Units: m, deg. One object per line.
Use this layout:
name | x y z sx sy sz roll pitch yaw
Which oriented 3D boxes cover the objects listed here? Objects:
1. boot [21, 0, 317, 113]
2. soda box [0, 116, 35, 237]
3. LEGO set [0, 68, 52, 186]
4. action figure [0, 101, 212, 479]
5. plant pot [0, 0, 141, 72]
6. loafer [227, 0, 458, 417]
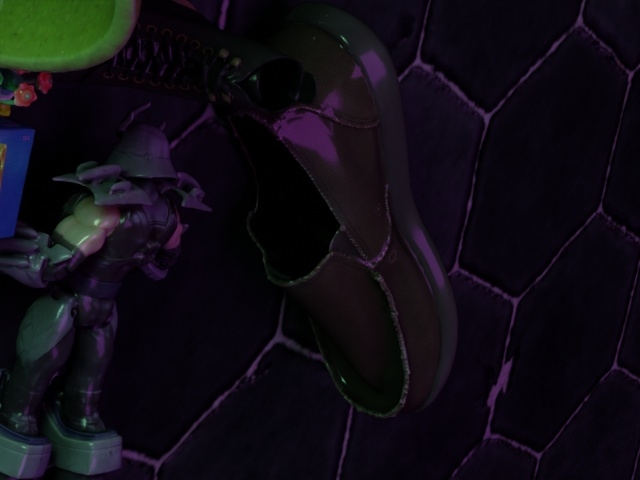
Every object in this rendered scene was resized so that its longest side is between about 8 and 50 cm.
boot | -0.107 -0.117 1.122 0.198 0.137 0.076 -13 122 -50
soda box | -0.261 -0.035 1.021 0.210 0.067 0.071 -8 117 -52
LEGO set | -0.136 -0.141 1.008 0.132 0.107 0.287 50 58 -34
action figure | -0.160 0.043 1.186 0.185 0.099 0.285 8 105 -57
plant pot | -0.158 -0.261 0.872 0.254 0.276 0.276 -65 149 -22
loafer | 0.000 0.000 1.380 0.130 0.134 0.366 -38 129 -29
